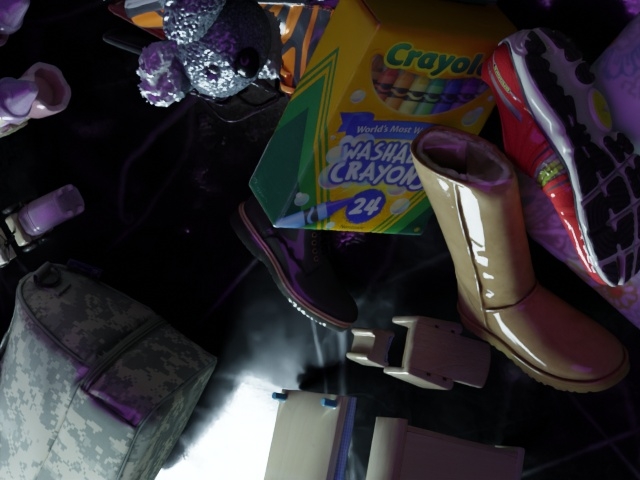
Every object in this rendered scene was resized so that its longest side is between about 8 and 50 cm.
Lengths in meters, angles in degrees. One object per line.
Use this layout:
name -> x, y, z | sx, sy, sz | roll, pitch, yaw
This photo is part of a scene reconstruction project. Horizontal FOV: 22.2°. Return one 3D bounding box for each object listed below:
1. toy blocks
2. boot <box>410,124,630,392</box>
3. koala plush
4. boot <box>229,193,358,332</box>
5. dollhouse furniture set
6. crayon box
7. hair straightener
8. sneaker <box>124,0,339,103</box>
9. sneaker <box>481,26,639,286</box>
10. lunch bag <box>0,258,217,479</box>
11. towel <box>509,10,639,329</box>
toy blocks -> -0.395, -0.128, 1.930 | 0.260, 0.288, 0.309 | -22, 98, 37
boot -> 0.211, 0.025, 1.745 | 0.236, 0.089, 0.269 | 23, 147, 35
koala plush -> -0.100, -0.240, 1.666 | 0.203, 0.196, 0.221 | 50, 152, 37
boot -> 0.000, 0.000, 1.932 | 0.198, 0.077, 0.137 | 45, 118, 0
dollhouse furniture set -> 0.073, 0.248, 2.005 | 0.303, 0.198, 0.286 | -3, 73, 52
crayon box -> 0.080, -0.153, 1.741 | 0.083, 0.203, 0.323 | 58, 133, 40
hair straightener -> -0.156, -0.203, 1.935 | 0.230, 0.047, 0.089 | 25, 121, 9
sneaker -> -0.065, -0.220, 1.829 | 0.321, 0.124, 0.180 | -1, 111, 26
sneaker -> 0.251, -0.083, 1.680 | 0.118, 0.107, 0.279 | -20, 92, 56
lunch bag -> -0.313, 0.205, 2.086 | 0.256, 0.212, 0.305 | 33, 122, 8
towel -> 0.406, -0.039, 1.708 | 0.374, 0.090, 0.320 | 41, 122, 4
